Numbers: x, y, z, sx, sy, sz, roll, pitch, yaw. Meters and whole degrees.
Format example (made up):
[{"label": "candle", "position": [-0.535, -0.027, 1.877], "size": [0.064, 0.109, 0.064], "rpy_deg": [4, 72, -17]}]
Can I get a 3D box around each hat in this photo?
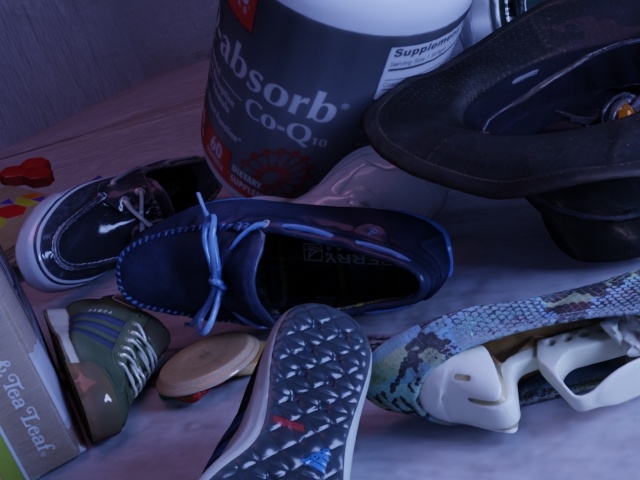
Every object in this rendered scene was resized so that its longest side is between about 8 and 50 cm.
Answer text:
[{"label": "hat", "position": [0.201, -0.069, 0.623], "size": [0.331, 0.134, 0.331], "rpy_deg": [-18, 26, 9]}]

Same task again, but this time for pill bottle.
[{"label": "pill bottle", "position": [0.016, -0.198, 0.787], "size": [0.210, 0.363, 0.210], "rpy_deg": [7, 51, -9]}]

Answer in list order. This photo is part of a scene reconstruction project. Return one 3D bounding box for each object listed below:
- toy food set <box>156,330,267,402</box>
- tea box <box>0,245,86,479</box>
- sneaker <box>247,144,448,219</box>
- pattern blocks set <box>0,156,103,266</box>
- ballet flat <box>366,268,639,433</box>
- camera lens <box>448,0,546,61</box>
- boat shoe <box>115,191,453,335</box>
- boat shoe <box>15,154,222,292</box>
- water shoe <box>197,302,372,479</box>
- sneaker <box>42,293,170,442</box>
[{"label": "toy food set", "position": [-0.080, 0.091, 0.653], "size": [0.083, 0.020, 0.082], "rpy_deg": [-32, 20, -30]}, {"label": "tea box", "position": [-0.387, 0.092, 0.680], "size": [0.323, 0.220, 0.329], "rpy_deg": [-27, 19, -15]}, {"label": "sneaker", "position": [0.000, 0.000, 0.749], "size": [0.232, 0.090, 0.115], "rpy_deg": [-23, 22, 26]}, {"label": "pattern blocks set", "position": [-0.424, -0.022, 1.227], "size": [0.285, 0.026, 0.325], "rpy_deg": [18, 34, 29]}, {"label": "ballet flat", "position": [0.108, 0.063, 0.457], "size": [0.188, 0.070, 0.070], "rpy_deg": [-21, 17, 14]}, {"label": "camera lens", "position": [0.153, -0.225, 0.981], "size": [0.219, 0.219, 0.274], "rpy_deg": [-34, 21, -35]}, {"label": "boat shoe", "position": [-0.039, 0.013, 0.653], "size": [0.258, 0.109, 0.089], "rpy_deg": [-9, 14, 17]}, {"label": "boat shoe", "position": [-0.218, -0.031, 1.051], "size": [0.102, 0.108, 0.301], "rpy_deg": [-11, 13, 34]}, {"label": "water shoe", "position": [-0.023, 0.124, 0.437], "size": [0.073, 0.080, 0.203], "rpy_deg": [24, 48, 3]}, {"label": "sneaker", "position": [-0.155, 0.083, 0.691], "size": [0.086, 0.064, 0.192], "rpy_deg": [-17, 21, -19]}]
